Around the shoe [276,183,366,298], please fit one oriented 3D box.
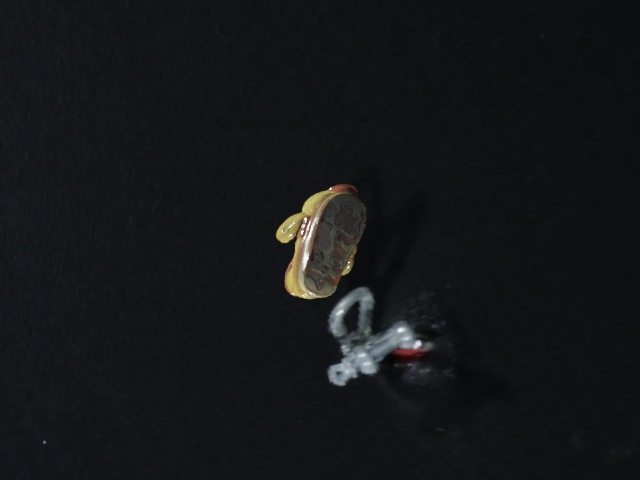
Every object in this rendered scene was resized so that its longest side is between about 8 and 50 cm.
[{"bbox_3d":[-0.003,0.001,0.959,0.072,0.069,0.109,8,-104,-24],"label":"shoe"}]
